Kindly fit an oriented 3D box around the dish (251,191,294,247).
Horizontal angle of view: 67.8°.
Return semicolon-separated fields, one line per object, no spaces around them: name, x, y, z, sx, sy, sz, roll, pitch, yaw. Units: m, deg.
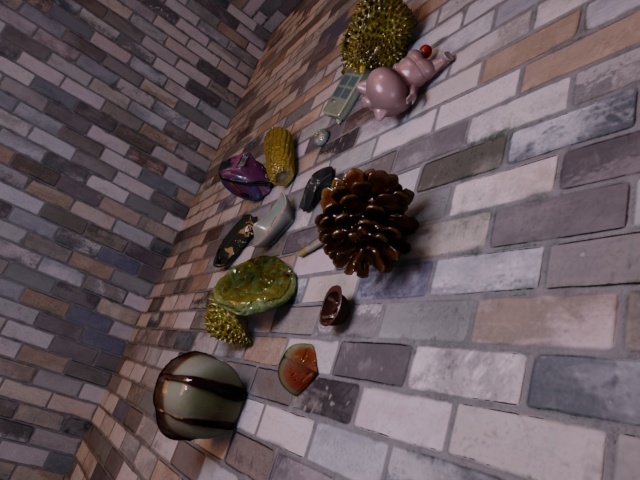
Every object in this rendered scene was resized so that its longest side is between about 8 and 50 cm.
dish;-0.178;-0.067;1.852;0.212;0.077;0.151;-46;28;26

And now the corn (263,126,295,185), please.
corn;-0.177;-0.375;2.097;0.144;0.144;0.387;-45;35;27

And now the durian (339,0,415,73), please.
durian;0.195;-0.736;1.706;0.293;0.258;0.258;-52;27;29

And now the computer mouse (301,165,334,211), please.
computer mouse;-0.020;-0.193;1.720;0.192;0.062;0.106;-54;27;8

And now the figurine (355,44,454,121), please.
figurine;0.260;-0.486;1.471;0.287;0.176;0.186;-41;-13;4

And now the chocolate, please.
chocolate;-0.348;0.481;1.446;0.186;0.283;0.283;-3;59;35

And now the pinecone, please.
pinecone;0.110;-0.027;1.145;0.264;0.264;0.264;-41;32;33

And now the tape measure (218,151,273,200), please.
tape measure;-0.334;-0.293;2.183;0.245;0.231;0.149;0;60;42

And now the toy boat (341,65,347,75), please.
toy boat;0.126;-0.706;1.995;0.049;0.047;0.149;-43;34;4

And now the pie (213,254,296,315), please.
pie;-0.214;0.145;1.561;0.277;0.078;0.277;-12;31;7

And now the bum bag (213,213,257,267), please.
bum bag;-0.379;0.003;2.137;0.326;0.080;0.142;-47;37;17

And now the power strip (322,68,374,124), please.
power strip;0.108;-0.591;1.882;0.118;0.046;0.270;33;94;46

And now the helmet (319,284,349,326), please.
helmet;0.048;0.178;1.240;0.089;0.057;0.111;-8;62;61

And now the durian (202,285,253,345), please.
durian;-0.327;0.248;1.692;0.306;0.167;0.172;-139;63;-68

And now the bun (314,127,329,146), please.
bun;0.001;-0.419;1.926;0.083;0.045;0.083;-42;34;39

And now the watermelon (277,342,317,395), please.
watermelon;-0.048;0.344;1.250;0.094;0.125;0.135;4;95;29

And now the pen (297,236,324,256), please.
pen;0.000;0.000;1.530;0.233;0.032;0.040;-32;15;44
